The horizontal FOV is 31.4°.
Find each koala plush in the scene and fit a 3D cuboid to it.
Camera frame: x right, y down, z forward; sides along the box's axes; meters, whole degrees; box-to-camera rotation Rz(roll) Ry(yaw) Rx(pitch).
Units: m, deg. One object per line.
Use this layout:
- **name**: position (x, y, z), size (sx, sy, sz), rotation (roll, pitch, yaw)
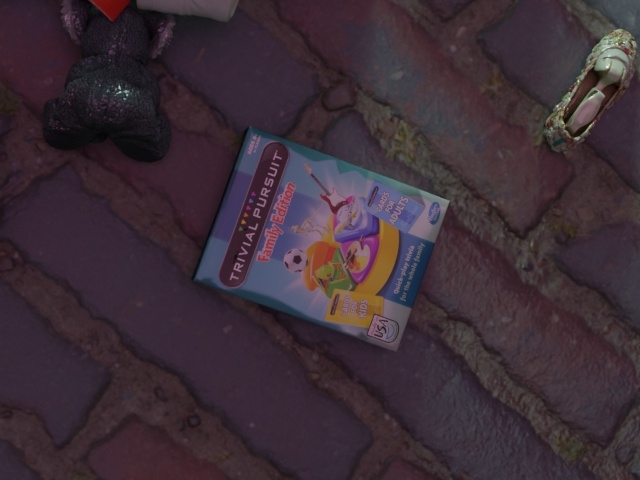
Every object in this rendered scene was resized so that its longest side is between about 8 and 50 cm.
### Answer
- **koala plush**: position (-0.304, -0.253, 1.685), size (0.196, 0.203, 0.221), rotation (9, 77, -10)

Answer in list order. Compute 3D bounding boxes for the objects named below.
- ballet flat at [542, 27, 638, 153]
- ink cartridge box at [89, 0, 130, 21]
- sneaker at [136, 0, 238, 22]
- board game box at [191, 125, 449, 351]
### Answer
- **ballet flat**: position (0.453, -0.244, 1.853), size (0.091, 0.077, 0.241), rotation (33, 84, -7)
- **ink cartridge box**: position (-0.320, -0.509, 1.662), size (0.261, 0.066, 0.296), rotation (39, 58, -13)
- **sneaker**: position (-0.157, -0.458, 1.616), size (0.169, 0.108, 0.292), rotation (12, 113, 1)
- **board game box**: position (0.000, 0.000, 1.777), size (0.336, 0.079, 0.253), rotation (20, 86, -9)
